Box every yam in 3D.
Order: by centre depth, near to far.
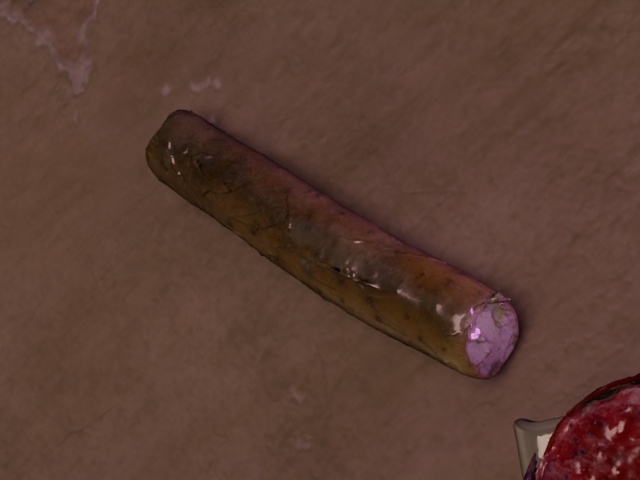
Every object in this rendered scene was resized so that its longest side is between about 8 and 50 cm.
[{"bbox_3d":[0.000,0.000,1.569,0.371,0.083,0.083,30,98,29],"label":"yam"}]

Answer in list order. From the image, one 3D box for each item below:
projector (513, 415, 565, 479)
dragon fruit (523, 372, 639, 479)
[{"bbox_3d":[0.252,0.198,1.356,0.242,0.163,0.177,-16,75,23],"label":"projector"},{"bbox_3d":[0.225,0.192,1.203,0.211,0.147,0.282,17,86,23],"label":"dragon fruit"}]
